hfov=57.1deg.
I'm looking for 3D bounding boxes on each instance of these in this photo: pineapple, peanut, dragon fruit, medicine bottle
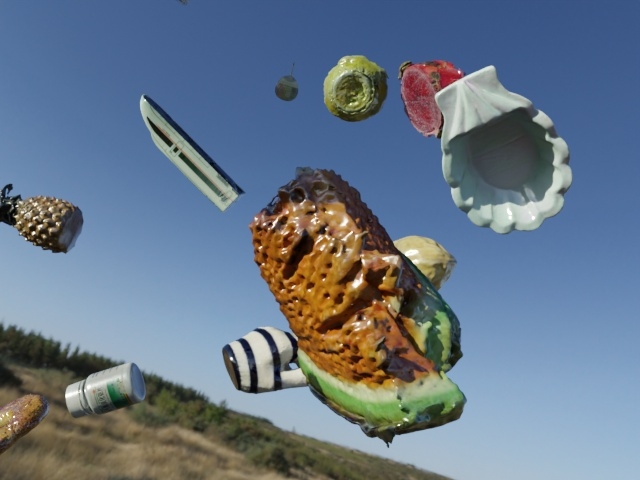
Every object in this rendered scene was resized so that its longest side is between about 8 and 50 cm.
[{"bbox_3d":[-0.303,-0.026,0.582,0.124,0.058,0.058,15,-21,1],"label":"pineapple"},{"bbox_3d":[0.161,0.068,1.285,0.152,0.152,0.313,32,-22,-28],"label":"peanut"},{"bbox_3d":[0.336,-0.392,1.643,0.282,0.147,0.211,61,-19,13],"label":"dragon fruit"},{"bbox_3d":[-0.412,0.290,1.130,0.130,0.080,0.080,-17,-23,-3],"label":"medicine bottle"}]

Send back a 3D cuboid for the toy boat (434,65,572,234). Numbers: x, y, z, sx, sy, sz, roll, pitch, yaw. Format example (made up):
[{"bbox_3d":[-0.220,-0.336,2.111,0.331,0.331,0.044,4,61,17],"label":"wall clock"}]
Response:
[{"bbox_3d":[0.301,-0.151,0.998,0.199,0.100,0.290,-25,-67,17],"label":"toy boat"}]

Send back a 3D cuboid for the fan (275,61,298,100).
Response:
[{"bbox_3d":[-0.065,-0.336,1.274,0.003,0.080,0.060,30,-10,45],"label":"fan"}]

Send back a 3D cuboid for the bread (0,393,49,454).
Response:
[{"bbox_3d":[-0.631,0.374,1.166,0.193,0.193,0.064,-12,-69,55],"label":"bread"}]

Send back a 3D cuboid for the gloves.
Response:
[{"bbox_3d":[-0.070,0.225,1.147,0.218,0.131,0.140,-15,-1,-20],"label":"gloves"}]

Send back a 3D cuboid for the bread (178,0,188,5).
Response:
[{"bbox_3d":[-0.420,-0.739,1.775,0.062,0.043,0.109,22,12,-47],"label":"bread"}]

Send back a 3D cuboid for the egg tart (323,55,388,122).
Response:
[{"bbox_3d":[0.099,-0.425,1.682,0.197,0.078,0.197,4,-65,8],"label":"egg tart"}]

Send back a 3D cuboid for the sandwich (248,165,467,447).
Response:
[{"bbox_3d":[0.041,0.052,0.664,0.250,0.162,0.301,-17,-83,64],"label":"sandwich"}]

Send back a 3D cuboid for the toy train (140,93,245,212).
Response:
[{"bbox_3d":[-0.396,-0.254,1.725,0.407,0.088,0.086,46,11,-2],"label":"toy train"}]
